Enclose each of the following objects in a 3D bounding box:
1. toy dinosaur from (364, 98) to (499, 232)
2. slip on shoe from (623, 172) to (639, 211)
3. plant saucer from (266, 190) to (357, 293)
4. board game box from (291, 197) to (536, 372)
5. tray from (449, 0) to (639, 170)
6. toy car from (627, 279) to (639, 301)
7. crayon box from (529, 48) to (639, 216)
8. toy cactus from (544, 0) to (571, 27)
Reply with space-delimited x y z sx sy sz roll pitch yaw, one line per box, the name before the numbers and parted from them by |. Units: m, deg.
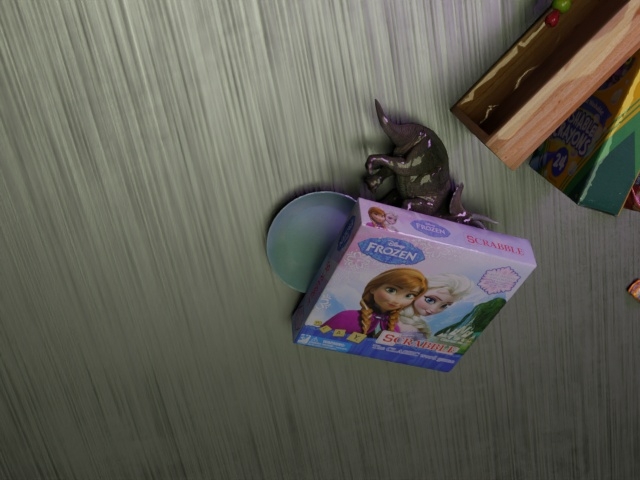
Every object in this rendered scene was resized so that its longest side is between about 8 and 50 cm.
toy dinosaur | 0.161 -0.115 1.379 0.160 0.121 0.313 -30 110 -9
slip on shoe | 0.577 -0.201 1.401 0.123 0.101 0.331 -1 112 -7
plant saucer | 0.000 0.000 1.426 0.195 0.037 0.195 -4 113 -9
board game box | 0.151 0.091 1.406 0.318 0.066 0.318 12 133 -17
tray | 0.397 -0.304 1.265 0.076 0.203 0.411 39 103 -21
toy car | 0.660 0.087 1.570 0.122 0.040 0.060 -32 114 5
crayon box | 0.470 -0.227 1.316 0.083 0.203 0.323 15 109 -15
toy cactus | 0.340 -0.456 1.260 0.180 0.112 0.219 -42 96 -15
